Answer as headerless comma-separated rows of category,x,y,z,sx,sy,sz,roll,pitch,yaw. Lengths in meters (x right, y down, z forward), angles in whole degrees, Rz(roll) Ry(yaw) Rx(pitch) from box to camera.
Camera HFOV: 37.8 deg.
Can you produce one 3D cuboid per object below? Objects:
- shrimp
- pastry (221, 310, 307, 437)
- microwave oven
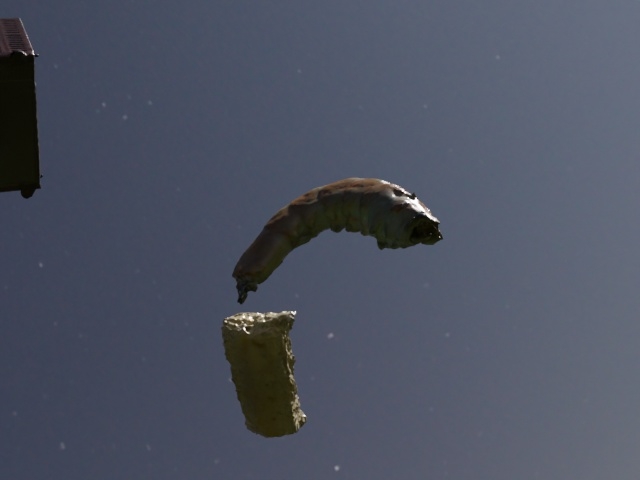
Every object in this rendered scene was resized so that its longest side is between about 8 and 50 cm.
shrimp,0.010,-0.020,1.291,0.287,0.185,0.068,-15,-57,0
pastry,-0.092,0.225,1.522,0.089,0.122,0.258,-49,-38,-52
microwave oven,-0.539,-0.206,1.450,0.188,0.178,0.247,-8,-55,-26
